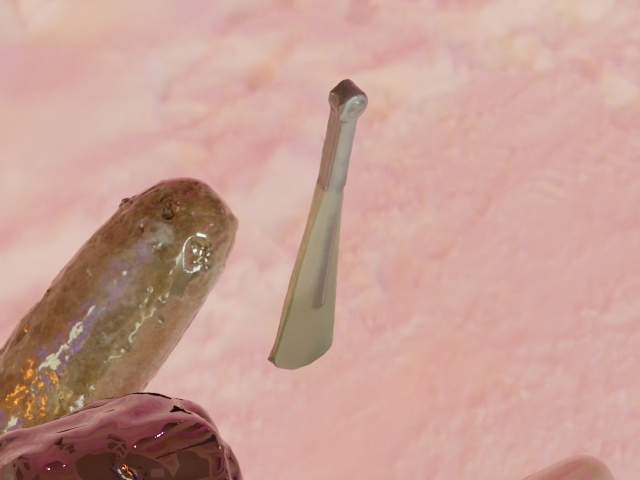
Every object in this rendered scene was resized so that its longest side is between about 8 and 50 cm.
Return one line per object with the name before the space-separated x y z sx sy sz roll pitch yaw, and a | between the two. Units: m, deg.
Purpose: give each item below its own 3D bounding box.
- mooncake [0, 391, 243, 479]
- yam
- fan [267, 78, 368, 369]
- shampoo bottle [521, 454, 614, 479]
mooncake | -0.101 0.224 0.730 0.141 0.283 0.283 -13 51 -28
yam | -0.188 0.086 1.100 0.133 0.133 0.330 42 98 29
fan | 0.000 0.000 0.638 0.038 0.193 0.016 -23 54 -27
shampoo bottle | 0.154 0.215 0.935 0.078 0.127 0.257 31 18 22
